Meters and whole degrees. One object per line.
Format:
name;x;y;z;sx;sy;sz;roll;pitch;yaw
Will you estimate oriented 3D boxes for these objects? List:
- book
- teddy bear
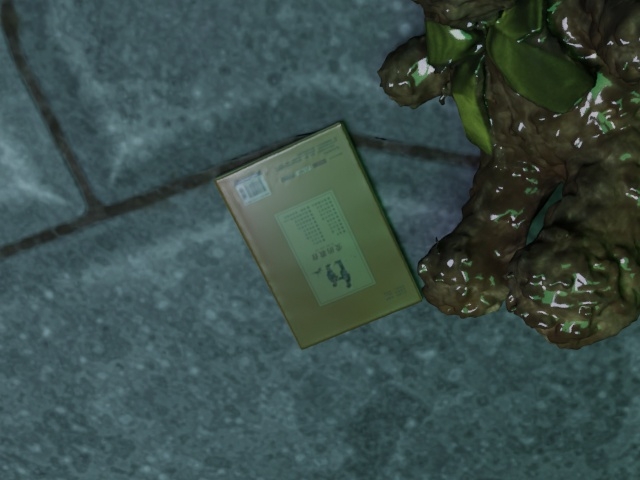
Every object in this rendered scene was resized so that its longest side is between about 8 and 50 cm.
book;0.000;0.000;0.675;0.118;0.012;0.172;-22;107;10
teddy bear;0.123;-0.107;0.519;0.222;0.246;0.296;30;80;-27
